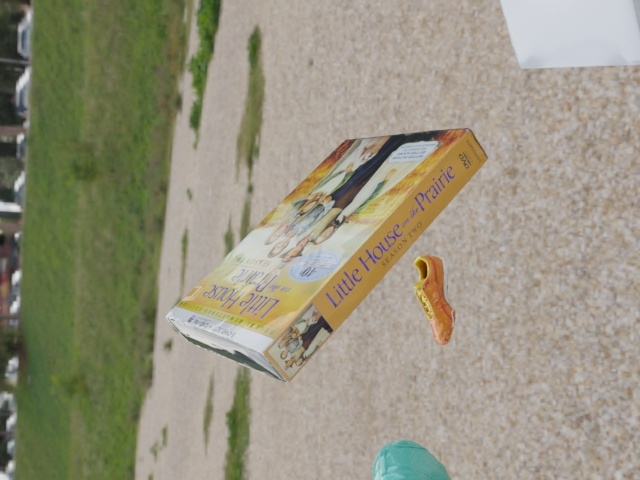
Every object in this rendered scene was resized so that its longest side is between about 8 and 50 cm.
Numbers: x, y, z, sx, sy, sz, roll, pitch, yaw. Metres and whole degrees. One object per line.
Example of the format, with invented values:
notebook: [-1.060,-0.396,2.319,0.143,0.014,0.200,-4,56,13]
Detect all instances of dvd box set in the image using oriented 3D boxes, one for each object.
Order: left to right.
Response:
dvd box set: [0.000,0.000,1.084,0.062,0.420,0.307,54,157,-23]

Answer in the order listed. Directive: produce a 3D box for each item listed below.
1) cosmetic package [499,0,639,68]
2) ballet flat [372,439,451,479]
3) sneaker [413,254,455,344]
cosmetic package: [0.256,-0.305,0.671,0.138,0.224,0.224,14,140,48]
ballet flat: [0.130,0.296,0.705,0.083,0.247,0.087,-42,-1,21]
sneaker: [0.200,0.108,1.384,0.064,0.067,0.175,122,147,-51]
